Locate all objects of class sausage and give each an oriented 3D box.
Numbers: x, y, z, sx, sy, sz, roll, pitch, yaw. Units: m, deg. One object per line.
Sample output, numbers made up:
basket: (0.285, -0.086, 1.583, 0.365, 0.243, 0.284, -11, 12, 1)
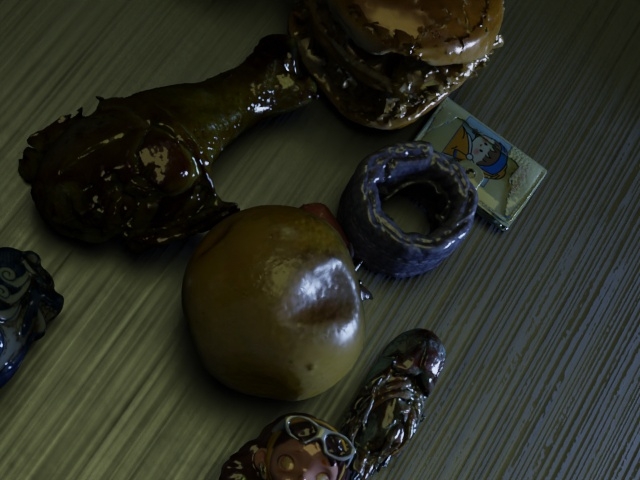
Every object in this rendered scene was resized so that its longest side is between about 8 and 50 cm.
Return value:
sausage: (0.000, 0.000, 1.560, 0.054, 0.059, 0.094, -23, 75, -25)

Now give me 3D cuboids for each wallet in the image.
wallet: (0.187, -0.094, 1.660, 0.155, 0.039, 0.110, 36, 62, 3)

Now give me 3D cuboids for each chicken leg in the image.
chicken leg: (-0.144, -0.103, 1.521, 0.361, 0.140, 0.211, -24, 68, -19)

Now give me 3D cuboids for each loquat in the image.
loquat: (-0.043, 0.064, 1.441, 0.213, 0.213, 0.213, 5, 67, -13)

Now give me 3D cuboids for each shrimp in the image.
shrimp: (0.072, 0.197, 1.491, 0.090, 0.079, 0.233, 44, 60, -37)

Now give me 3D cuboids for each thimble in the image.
thimble: (0.097, -0.035, 1.580, 0.150, 0.098, 0.150, 5, 68, -13)

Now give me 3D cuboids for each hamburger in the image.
hamburger: (0.094, -0.254, 1.608, 0.245, 0.211, 0.260, 7, 61, -12)

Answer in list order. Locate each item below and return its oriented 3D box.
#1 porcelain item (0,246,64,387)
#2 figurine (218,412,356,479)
porcelain item: (-0.409, 0.030, 1.400, 0.288, 0.138, 0.186, 40, 53, 2)
figurine: (-0.047, 0.290, 1.396, 0.174, 0.116, 0.240, 25, 70, -1)
